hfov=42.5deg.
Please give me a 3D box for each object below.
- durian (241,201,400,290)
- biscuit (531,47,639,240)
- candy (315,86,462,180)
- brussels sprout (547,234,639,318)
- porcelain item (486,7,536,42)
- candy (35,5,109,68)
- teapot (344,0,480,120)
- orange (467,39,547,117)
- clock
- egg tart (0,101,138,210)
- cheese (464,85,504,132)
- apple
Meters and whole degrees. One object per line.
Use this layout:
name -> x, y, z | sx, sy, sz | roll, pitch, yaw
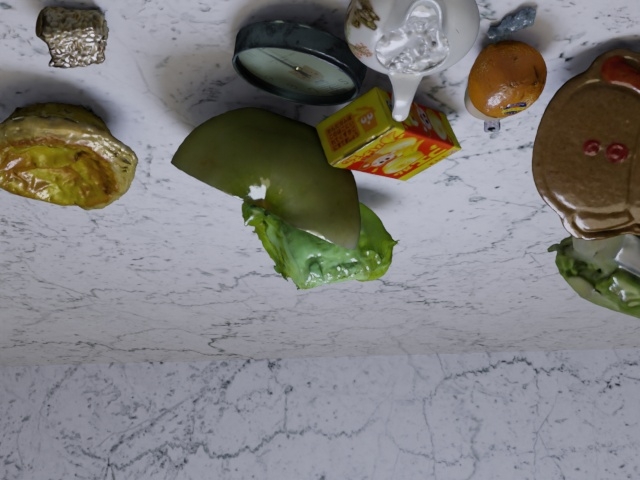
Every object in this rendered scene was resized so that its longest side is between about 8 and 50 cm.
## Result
durian -> 0.000, 0.000, 1.891 | 0.340, 0.255, 0.204 | -8, 146, -16
biscuit -> 0.563, -0.155, 1.413 | 0.381, 0.358, 0.074 | 13, -156, 12
candy -> 0.130, -0.186, 1.502 | 0.146, 0.088, 0.276 | -31, 160, 31
brussels sprout -> 0.718, -0.015, 1.685 | 0.361, 0.342, 0.425 | 5, 160, -17
porcelain item -> 0.307, -0.345, 1.314 | 0.083, 0.028, 0.036 | -21, 165, 40
candy -> -0.397, -0.327, 1.325 | 0.110, 0.085, 0.095 | -7, 152, -7
teapot -> 0.139, -0.312, 1.258 | 0.204, 0.139, 0.298 | -2, 157, 2
orange -> 0.311, -0.272, 1.376 | 0.136, 0.117, 0.135 | -5, 166, -1
clock -> -0.036, -0.290, 1.375 | 0.226, 0.049, 0.226 | 11, 168, 2
egg tart -> -0.520, -0.177, 1.627 | 0.341, 0.132, 0.341 | 1, 156, 0
cheese -> 0.322, -0.248, 1.519 | 0.092, 0.047, 0.171 | -9, 155, 29
apple -> -0.097, -0.100, 1.566 | 0.312, 0.320, 0.360 | -20, -173, -2
